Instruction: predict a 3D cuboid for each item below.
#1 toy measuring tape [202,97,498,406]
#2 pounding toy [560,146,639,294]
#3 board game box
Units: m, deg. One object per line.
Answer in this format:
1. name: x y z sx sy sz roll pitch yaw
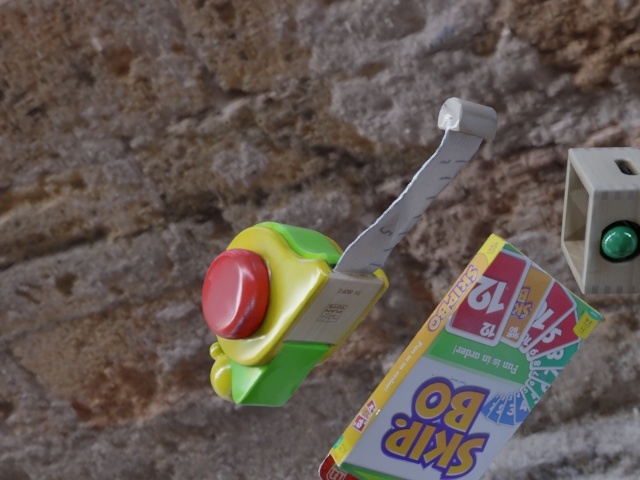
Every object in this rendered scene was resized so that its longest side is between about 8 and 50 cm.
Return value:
1. toy measuring tape: 0.000 0.000 0.715 0.330 0.121 0.121 -54 17 31
2. pounding toy: 0.298 -0.006 0.927 0.100 0.130 0.141 -1 25 2
3. board game box: 0.119 0.133 0.832 0.259 0.124 0.039 -53 21 5
